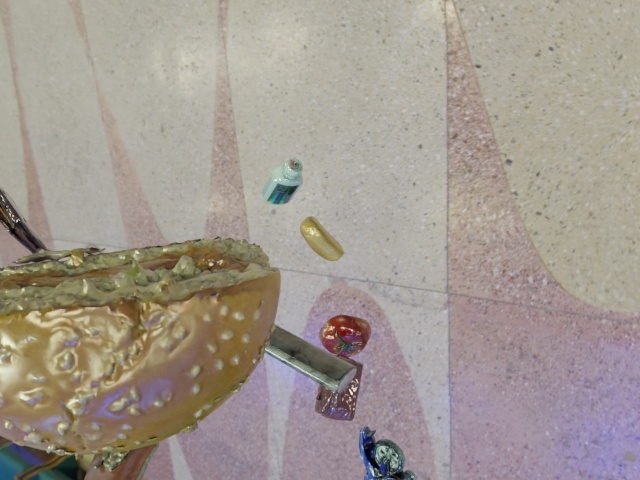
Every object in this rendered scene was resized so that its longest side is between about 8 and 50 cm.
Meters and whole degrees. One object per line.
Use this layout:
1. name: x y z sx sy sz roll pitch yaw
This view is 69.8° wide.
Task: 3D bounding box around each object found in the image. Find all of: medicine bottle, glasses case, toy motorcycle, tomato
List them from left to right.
1. medicine bottle: -0.135 -0.220 1.727 0.229 0.121 0.083 131 134 -53
2. glasses case: -0.054 0.306 1.238 0.300 0.114 0.060 22 109 26
3. tomato: 0.111 0.423 1.951 0.227 0.228 0.101 -60 27 32
4. toy motorcycle: 0.164 0.667 1.254 0.169 0.113 0.314 3 103 41

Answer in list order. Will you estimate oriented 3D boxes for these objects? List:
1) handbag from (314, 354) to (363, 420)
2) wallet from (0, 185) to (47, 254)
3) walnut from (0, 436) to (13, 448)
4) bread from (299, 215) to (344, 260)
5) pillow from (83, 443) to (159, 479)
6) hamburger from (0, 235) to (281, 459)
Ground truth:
1. handbag: 0.062 0.533 1.670 0.146 0.136 0.224 146 140 -72
2. wallet: -0.713 -0.064 1.047 0.195 0.042 0.161 48 156 11
3. walnut: -0.599 0.245 0.779 0.273 0.273 0.226 30 85 25
4. bread: 0.000 0.000 1.882 0.098 0.147 0.217 -39 106 10
5. pillow: -0.418 0.486 0.902 0.172 0.179 0.075 -20 127 20
6. hamburger: -0.258 0.157 0.629 0.268 0.446 0.286 -154 57 -65
